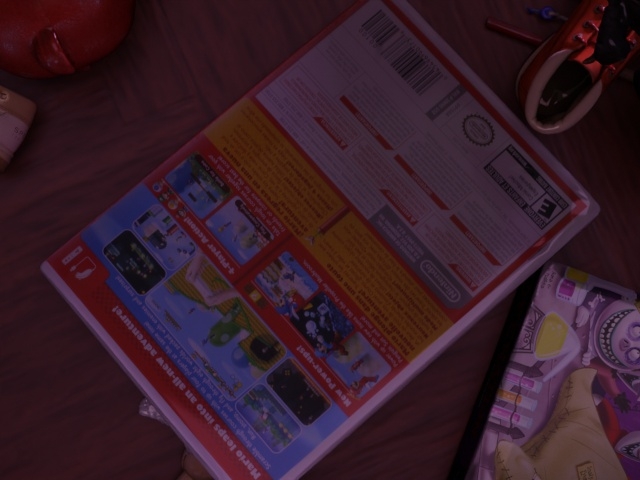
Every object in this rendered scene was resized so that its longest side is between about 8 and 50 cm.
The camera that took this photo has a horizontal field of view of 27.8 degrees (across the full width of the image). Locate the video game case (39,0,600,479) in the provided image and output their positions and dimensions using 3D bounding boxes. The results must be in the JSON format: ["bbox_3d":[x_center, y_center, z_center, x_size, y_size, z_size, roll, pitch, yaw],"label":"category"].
[{"bbox_3d":[0.000,0.000,0.799,0.285,0.025,0.204,-40,80,-7],"label":"video game case"}]

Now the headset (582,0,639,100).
[{"bbox_3d":[0.277,-0.108,0.700,0.394,0.185,0.243,10,115,-33],"label":"headset"}]

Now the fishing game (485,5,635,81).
[{"bbox_3d":[0.219,-0.233,0.834,0.189,0.041,0.264,22,89,-1],"label":"fishing game"}]

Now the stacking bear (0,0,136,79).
[{"bbox_3d":[-0.195,-0.234,0.758,0.164,0.175,0.289,-24,98,-5],"label":"stacking bear"}]

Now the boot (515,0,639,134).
[{"bbox_3d":[0.178,-0.127,0.779,0.059,0.084,0.158,37,112,-2],"label":"boot"}]

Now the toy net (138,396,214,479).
[{"bbox_3d":[-0.056,0.172,0.811,0.122,0.045,0.232,-2,89,-3],"label":"toy net"}]

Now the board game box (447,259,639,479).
[{"bbox_3d":[0.174,0.207,0.825,0.208,0.056,0.347,20,88,-7],"label":"board game box"}]

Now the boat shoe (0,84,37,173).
[{"bbox_3d":[-0.251,-0.110,0.799,0.170,0.063,0.059,36,78,-5],"label":"boat shoe"}]
